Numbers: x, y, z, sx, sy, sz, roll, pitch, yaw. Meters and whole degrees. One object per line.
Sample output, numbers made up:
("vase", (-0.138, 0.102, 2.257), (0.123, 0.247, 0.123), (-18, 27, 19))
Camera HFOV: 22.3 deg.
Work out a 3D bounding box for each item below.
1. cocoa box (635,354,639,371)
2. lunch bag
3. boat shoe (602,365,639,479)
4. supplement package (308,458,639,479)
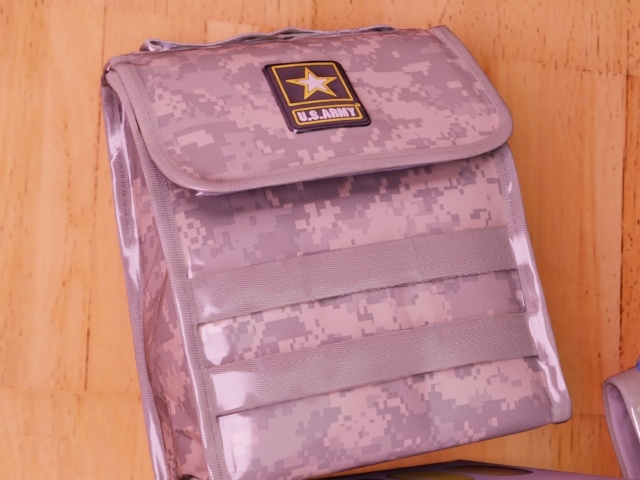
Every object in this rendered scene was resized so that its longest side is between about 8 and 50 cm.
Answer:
("cocoa box", (0.415, -0.012, 1.088), (0.231, 0.228, 0.347), (36, 60, 0))
("lunch bag", (0.000, 0.000, 1.008), (0.235, 0.169, 0.287), (-9, 81, -19))
("boat shoe", (0.268, 0.227, 1.140), (0.094, 0.109, 0.302), (-10, 79, -10))
("supplement package", (0.086, 0.210, 0.978), (0.139, 0.244, 0.133), (-4, 88, -23))
